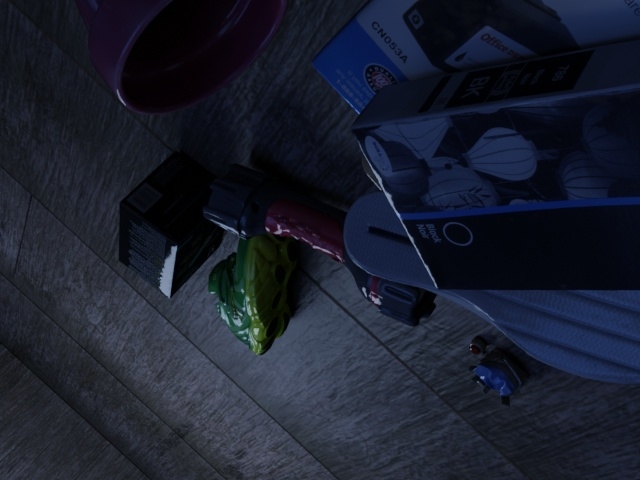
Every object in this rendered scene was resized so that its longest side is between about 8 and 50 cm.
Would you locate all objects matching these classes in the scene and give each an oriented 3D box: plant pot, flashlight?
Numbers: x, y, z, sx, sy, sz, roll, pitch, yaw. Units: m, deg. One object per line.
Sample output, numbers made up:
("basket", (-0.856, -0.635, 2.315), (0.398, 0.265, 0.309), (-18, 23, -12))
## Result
("plant pot", (-0.161, -0.256, 0.922), (0.180, 0.201, 0.201), (52, 152, 16))
("flashlight", (0.000, 0.000, 1.117), (0.304, 0.103, 0.103), (22, 178, 22))

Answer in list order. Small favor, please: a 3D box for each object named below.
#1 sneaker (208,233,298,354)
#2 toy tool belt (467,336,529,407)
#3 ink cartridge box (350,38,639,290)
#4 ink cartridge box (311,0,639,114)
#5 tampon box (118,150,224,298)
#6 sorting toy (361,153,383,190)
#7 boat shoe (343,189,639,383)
("sneaker", (-0.106, 0.064, 1.323), (0.123, 0.109, 0.295), (30, 148, 13))
("toy tool belt", (0.207, 0.160, 1.142), (0.083, 0.051, 0.052), (40, 149, 5))
("ink cartridge box", (0.192, -0.044, 0.617), (0.333, 0.065, 0.165), (-5, 127, 41))
("ink cartridge box", (0.173, -0.154, 0.677), (0.223, 0.129, 0.307), (46, 143, -7))
("tampon box", (-0.207, -0.020, 1.319), (0.101, 0.120, 0.161), (37, 149, 9))
("sorting toy", (0.203, -0.051, 0.900), (0.229, 0.041, 0.307), (50, 142, -14))
("boat shoe", (0.184, 0.021, 0.868), (0.335, 0.119, 0.121), (26, 110, 30))
